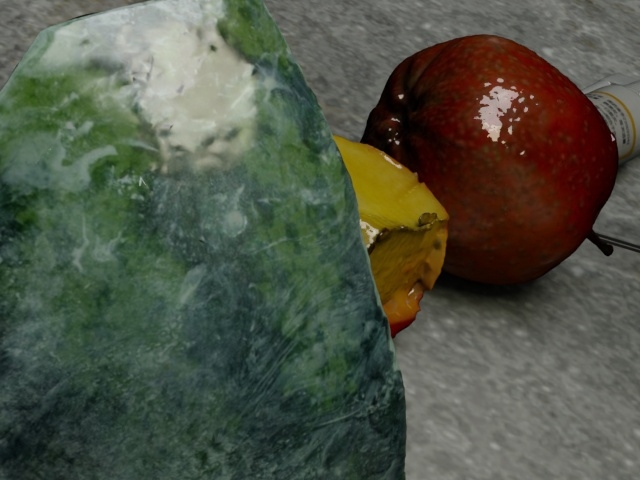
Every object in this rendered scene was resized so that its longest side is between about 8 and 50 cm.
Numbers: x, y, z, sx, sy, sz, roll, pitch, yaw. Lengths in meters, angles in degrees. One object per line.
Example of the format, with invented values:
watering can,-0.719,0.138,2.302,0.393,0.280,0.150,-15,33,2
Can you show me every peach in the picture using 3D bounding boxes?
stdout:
peach,-0.003,-0.001,0.996,0.151,0.118,0.151,-2,69,4

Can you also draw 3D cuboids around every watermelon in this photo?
watermelon,-0.115,0.056,0.769,0.290,0.319,0.213,-26,31,-7

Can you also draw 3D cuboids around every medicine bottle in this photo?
medicine bottle,0.207,-0.091,1.294,0.092,0.061,0.221,19,27,34

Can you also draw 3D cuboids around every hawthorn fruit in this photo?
hawthorn fruit,0.124,-0.042,1.108,0.194,0.157,0.157,31,30,-19

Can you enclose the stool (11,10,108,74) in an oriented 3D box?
stool,-0.145,-0.064,1.010,0.217,0.125,0.121,-15,1,1
